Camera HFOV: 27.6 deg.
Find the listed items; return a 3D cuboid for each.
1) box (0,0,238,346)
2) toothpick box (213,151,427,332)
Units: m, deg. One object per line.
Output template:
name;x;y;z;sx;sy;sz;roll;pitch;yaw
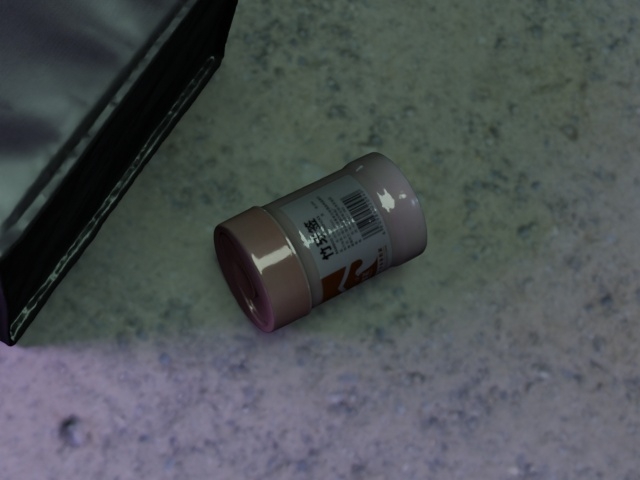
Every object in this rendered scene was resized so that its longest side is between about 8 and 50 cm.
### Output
box;-0.227;-0.125;0.974;0.204;0.251;0.345;33;69;-1
toothpick box;0.000;0.000;1.065;0.149;0.098;0.098;-27;80;-20
